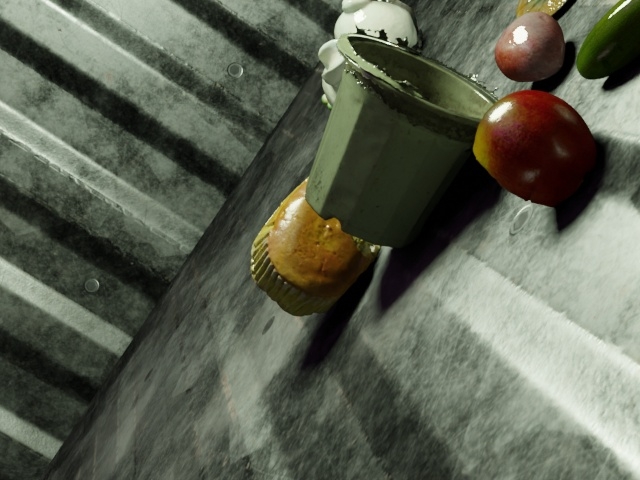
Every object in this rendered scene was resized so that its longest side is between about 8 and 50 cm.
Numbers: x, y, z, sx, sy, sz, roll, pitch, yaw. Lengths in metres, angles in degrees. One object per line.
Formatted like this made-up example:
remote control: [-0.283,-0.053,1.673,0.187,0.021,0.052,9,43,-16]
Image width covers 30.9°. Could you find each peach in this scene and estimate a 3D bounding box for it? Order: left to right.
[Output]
peach: [0.255,-0.115,1.381,0.151,0.151,0.118,-60,1,-14]

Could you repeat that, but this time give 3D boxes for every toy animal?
toy animal: [0.092,-0.368,2.376,0.310,0.182,0.247,-66,-17,-45]

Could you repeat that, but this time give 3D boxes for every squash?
squash: [0.393,-0.276,1.380,0.258,0.069,0.069,-45,18,42]

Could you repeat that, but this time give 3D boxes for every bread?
bread: [0.000,0.000,1.897,0.250,0.179,0.133,-54,2,-31]

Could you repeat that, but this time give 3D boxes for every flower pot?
flower pot: [0.109,-0.145,1.729,0.290,0.290,0.259,-88,20,-65]

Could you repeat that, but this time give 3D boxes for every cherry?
cherry: [0.304,-0.279,1.660,0.106,0.087,0.126,-61,11,-2]

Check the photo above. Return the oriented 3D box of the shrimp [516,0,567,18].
shrimp: [0.402,-0.462,1.828,0.296,0.058,0.169,-62,21,-5]
